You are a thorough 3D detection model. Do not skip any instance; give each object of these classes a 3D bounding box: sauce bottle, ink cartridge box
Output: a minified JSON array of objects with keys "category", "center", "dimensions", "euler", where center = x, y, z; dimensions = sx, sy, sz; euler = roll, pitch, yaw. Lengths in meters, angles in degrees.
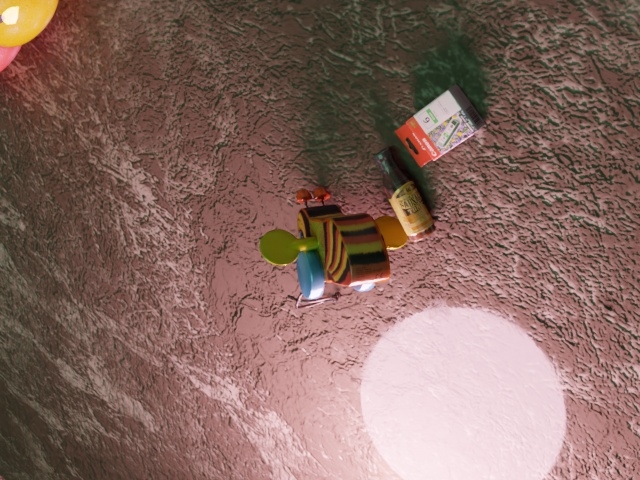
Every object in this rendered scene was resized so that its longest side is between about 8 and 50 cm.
[{"category":"sauce bottle","center":[0.108,-0.061,1.142],"dimensions":[0.042,0.042,0.128],"euler":[-21,104,41]},{"category":"ink cartridge box","center":[0.143,-0.138,1.081],"dimensions":[0.115,0.029,0.063],"euler":[-34,94,42]}]

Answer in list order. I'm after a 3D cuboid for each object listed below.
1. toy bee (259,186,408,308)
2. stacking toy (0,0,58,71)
[{"category":"toy bee","center":[0.000,0.000,1.177],"dimensions":[0.298,0.195,0.162],"euler":[-19,79,51]},{"category":"stacking toy","center":[-0.512,-0.384,1.265],"dimensions":[0.479,0.350,0.351],"euler":[-18,105,24]}]
